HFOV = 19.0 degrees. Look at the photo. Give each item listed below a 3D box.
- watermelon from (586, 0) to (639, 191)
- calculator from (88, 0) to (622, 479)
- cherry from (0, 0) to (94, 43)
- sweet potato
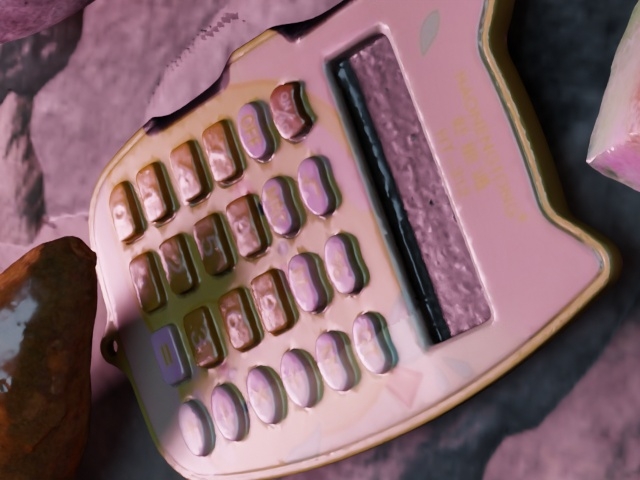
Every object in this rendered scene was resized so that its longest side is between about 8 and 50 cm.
[{"bbox_3d":[0.259,-0.094,0.425,0.292,0.319,0.222,19,71,-4],"label":"watermelon"},{"bbox_3d":[0.000,0.000,0.701,0.236,0.033,0.157,-27,77,36],"label":"calculator"},{"bbox_3d":[-0.119,-0.161,0.706,0.176,0.176,0.140,-39,48,30],"label":"cherry"},{"bbox_3d":[-0.163,0.113,0.784,0.292,0.097,0.097,-49,65,20],"label":"sweet potato"}]
